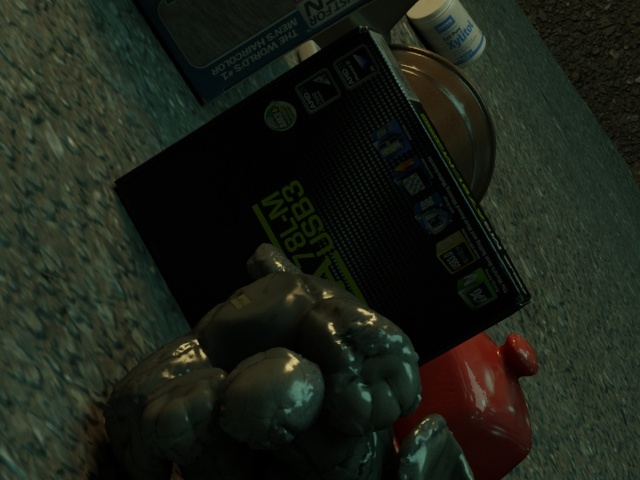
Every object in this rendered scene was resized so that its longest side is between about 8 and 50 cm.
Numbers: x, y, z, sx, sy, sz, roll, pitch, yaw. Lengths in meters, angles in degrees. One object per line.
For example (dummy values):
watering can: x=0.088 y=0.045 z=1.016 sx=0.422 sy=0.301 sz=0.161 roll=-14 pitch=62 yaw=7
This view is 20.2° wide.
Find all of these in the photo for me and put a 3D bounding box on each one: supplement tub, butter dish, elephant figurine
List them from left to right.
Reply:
elephant figurine: x=0.003 y=0.149 z=0.903 sx=0.169 sy=0.186 sz=0.239 roll=3 pitch=-56 yaw=54
supplement tub: x=0.172 y=-0.291 z=2.447 sx=0.107 sy=0.071 sz=0.071 roll=48 pitch=18 yaw=-35
butter dish: x=0.106 y=0.110 z=1.325 sx=0.160 sy=0.118 sz=0.160 roll=39 pitch=24 yaw=-54

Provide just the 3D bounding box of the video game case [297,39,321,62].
video game case: x=0.051 y=-0.081 z=1.722 sx=0.190 sy=0.022 sz=0.173 roll=43 pitch=21 yaw=-44

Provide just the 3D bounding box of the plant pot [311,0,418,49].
plant pot: x=0.052 y=-0.334 z=1.821 sx=0.263 sy=0.229 sz=0.263 roll=52 pitch=17 yaw=-23

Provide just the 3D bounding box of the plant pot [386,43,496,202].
plant pot: x=0.039 y=-0.054 z=1.381 sx=0.167 sy=0.167 sz=0.165 roll=57 pitch=23 yaw=-6

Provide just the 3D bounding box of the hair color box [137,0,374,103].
hair color box: x=-0.019 y=-0.225 z=1.470 sx=0.105 sy=0.174 sz=0.347 roll=57 pitch=14 yaw=-9

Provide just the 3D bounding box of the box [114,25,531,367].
box: x=0.000 y=0.000 z=1.063 sx=0.191 sy=0.184 sz=0.045 roll=61 pitch=12 yaw=6
